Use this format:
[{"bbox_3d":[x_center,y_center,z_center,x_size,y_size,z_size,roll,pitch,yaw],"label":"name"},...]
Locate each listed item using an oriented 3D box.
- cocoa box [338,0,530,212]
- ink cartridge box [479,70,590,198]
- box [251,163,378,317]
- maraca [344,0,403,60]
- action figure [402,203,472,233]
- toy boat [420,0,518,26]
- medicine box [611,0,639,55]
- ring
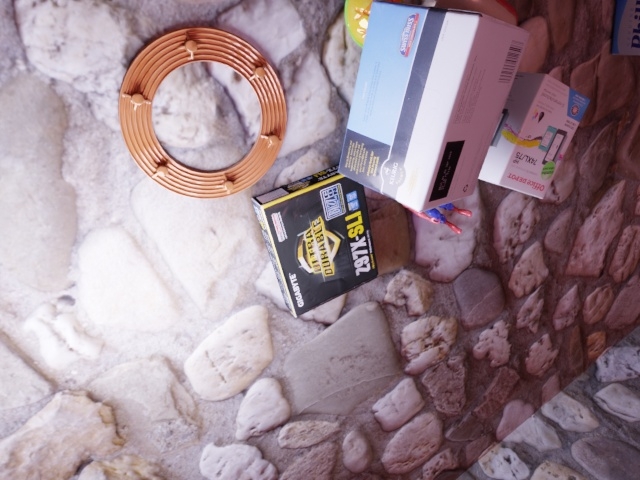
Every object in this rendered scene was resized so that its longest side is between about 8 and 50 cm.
[{"bbox_3d":[0.216,-0.272,0.882,0.231,0.228,0.347,-17,128,-43],"label":"cocoa box"},{"bbox_3d":[0.509,-0.278,1.139,0.198,0.197,0.270,9,108,-31],"label":"ink cartridge box"},{"bbox_3d":[0.000,0.000,1.069,0.257,0.079,0.322,-24,122,-19],"label":"box"},{"bbox_3d":[0.118,-0.457,0.907,0.127,0.099,0.185,-20,131,3],"label":"maraca"},{"bbox_3d":[0.327,-0.087,1.173,0.280,0.139,0.091,22,100,-31],"label":"action figure"},{"bbox_3d":[0.334,-0.538,0.980,0.231,0.151,0.151,14,75,-33],"label":"toy boat"},{"bbox_3d":[0.982,-0.652,1.165,0.149,0.289,0.263,-28,123,-17],"label":"medicine box"},{"bbox_3d":[-0.220,-0.241,0.865,0.337,0.032,0.336,-12,118,-24],"label":"ring"}]
